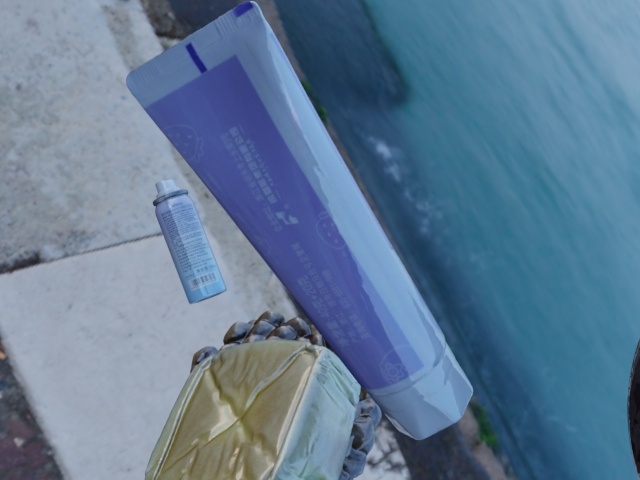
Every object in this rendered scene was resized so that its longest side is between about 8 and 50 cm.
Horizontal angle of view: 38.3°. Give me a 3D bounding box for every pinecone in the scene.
[{"bbox_3d":[-0.063,0.337,1.679,0.384,0.384,0.384,33,41,-34],"label":"pinecone"}]

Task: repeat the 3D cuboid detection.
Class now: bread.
[{"bbox_3d":[-0.068,0.211,0.971,0.109,0.192,0.209,58,35,-34],"label":"bread"}]

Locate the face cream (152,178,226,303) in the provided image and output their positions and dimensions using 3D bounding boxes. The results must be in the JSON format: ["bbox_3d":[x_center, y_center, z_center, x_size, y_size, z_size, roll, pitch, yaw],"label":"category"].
[{"bbox_3d":[-0.243,-0.002,1.674,0.075,0.075,0.229,-15,83,-56],"label":"face cream"}]

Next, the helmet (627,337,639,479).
[{"bbox_3d":[0.383,0.131,0.856,0.225,0.177,0.305,34,60,-48],"label":"helmet"}]

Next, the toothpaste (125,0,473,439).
[{"bbox_3d":[0.000,0.000,0.723,0.371,0.125,0.080,55,28,-20],"label":"toothpaste"}]
